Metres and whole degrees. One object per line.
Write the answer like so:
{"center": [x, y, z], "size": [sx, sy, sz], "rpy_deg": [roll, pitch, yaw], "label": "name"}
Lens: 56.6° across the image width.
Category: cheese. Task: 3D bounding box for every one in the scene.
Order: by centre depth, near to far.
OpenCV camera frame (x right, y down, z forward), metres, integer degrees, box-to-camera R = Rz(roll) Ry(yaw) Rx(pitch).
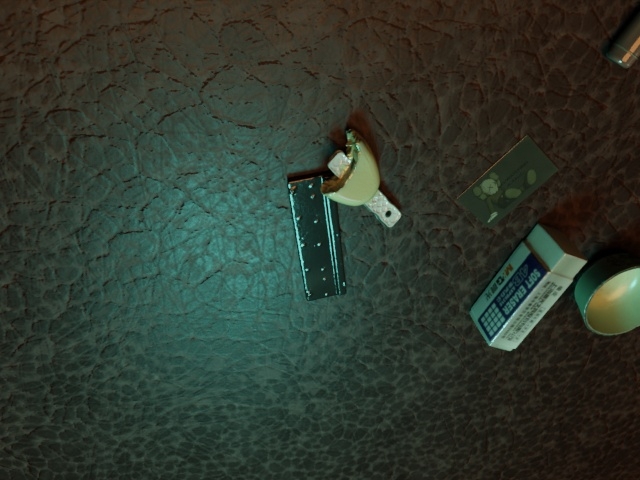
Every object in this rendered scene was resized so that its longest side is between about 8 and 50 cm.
{"center": [0.088, -0.100, 1.154], "size": [0.127, 0.050, 0.235], "rpy_deg": [-50, 131, 2], "label": "cheese"}

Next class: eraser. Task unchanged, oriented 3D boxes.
{"center": [0.459, 0.107, 1.339], "size": [0.081, 0.124, 0.279], "rpy_deg": [17, 119, -23], "label": "eraser"}

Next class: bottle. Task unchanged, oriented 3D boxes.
{"center": [0.580, -0.381, 1.068], "size": [0.053, 0.053, 0.140], "rpy_deg": [21, 117, -25], "label": "bottle"}

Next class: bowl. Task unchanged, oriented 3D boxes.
{"center": [0.694, 0.111, 1.403], "size": [0.211, 0.112, 0.212], "rpy_deg": [-6, 127, -9], "label": "bowl"}

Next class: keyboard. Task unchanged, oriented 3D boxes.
{"center": [0.000, 0.000, 1.225], "size": [0.100, 0.018, 0.310], "rpy_deg": [-11, 126, -4], "label": "keyboard"}

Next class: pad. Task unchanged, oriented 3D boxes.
{"center": [0.391, -0.118, 1.240], "size": [0.127, 0.004, 0.190], "rpy_deg": [35, 111, -30], "label": "pad"}
